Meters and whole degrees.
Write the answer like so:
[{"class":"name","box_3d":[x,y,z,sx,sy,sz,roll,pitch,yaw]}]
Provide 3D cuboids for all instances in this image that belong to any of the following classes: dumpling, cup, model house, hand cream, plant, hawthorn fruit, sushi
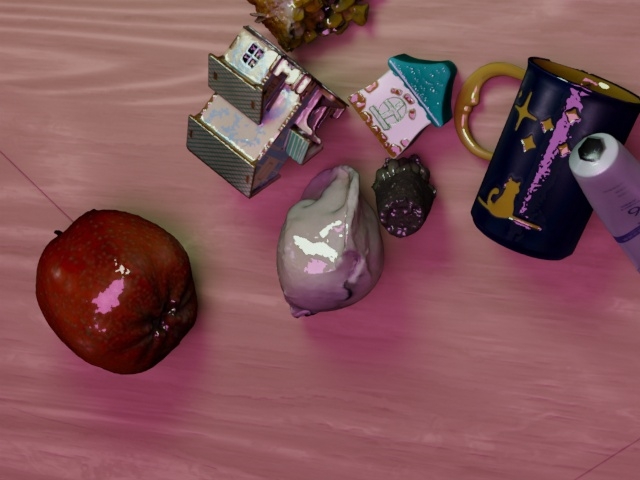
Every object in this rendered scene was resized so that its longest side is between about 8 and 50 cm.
[{"class":"dumpling","box_3d":[-0.004,-0.002,1.722,0.243,0.175,0.227,-22,61,32]},{"class":"cup","box_3d":[0.319,-0.133,1.645,0.178,0.255,0.256,11,113,-25]},{"class":"model house","box_3d":[-0.087,-0.173,1.660,0.178,0.271,0.206,40,96,9]},{"class":"model house","box_3d":[0.138,-0.216,1.684,0.149,0.100,0.127,-38,91,19]},{"class":"hand cream","box_3d":[0.440,-0.048,1.569,0.109,0.320,0.067,-31,48,20]},{"class":"plant","box_3d":[0.127,-0.070,1.704,0.094,0.143,0.092,-38,113,24]},{"class":"hawthorn fruit","box_3d":[-0.349,0.065,1.838,0.300,0.254,0.254,36,112,36]},{"class":"sushi","box_3d":[-0.010,-0.423,1.655,0.179,0.167,0.296,25,99,27]}]
